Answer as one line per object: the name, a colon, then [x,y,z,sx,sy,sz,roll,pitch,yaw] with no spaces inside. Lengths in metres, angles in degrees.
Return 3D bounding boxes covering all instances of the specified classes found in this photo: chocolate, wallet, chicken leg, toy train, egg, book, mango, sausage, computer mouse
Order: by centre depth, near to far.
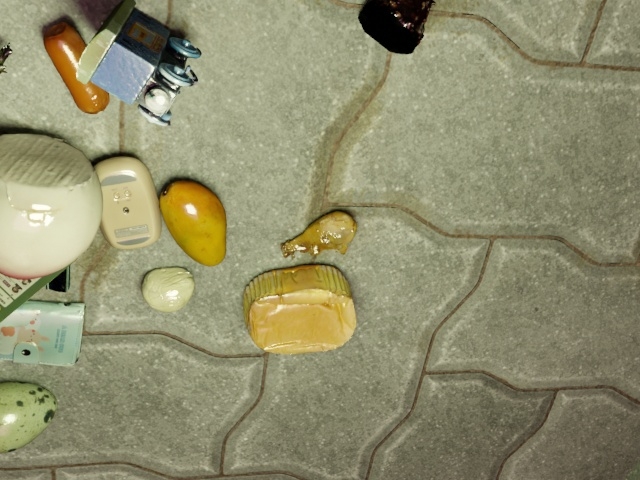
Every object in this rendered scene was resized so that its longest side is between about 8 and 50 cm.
toy train: [-0.344,-0.343,1.463,0.202,0.300,0.131,29,113,-20]
sausage: [-0.493,-0.346,1.553,0.076,0.076,0.198,-21,127,0]
chocolate: [0.180,-0.490,1.616,0.133,0.156,0.156,-52,124,-12]
computer mouse: [-0.443,-0.086,1.733,0.145,0.082,0.237,-12,126,-7]
book: [-0.714,0.041,1.744,0.264,0.027,0.202,-38,104,11]
toy train: [-0.606,0.002,1.774,0.055,0.048,0.252,12,116,3]
mango: [-0.284,-0.037,1.789,0.138,0.113,0.253,-23,129,-2]
wallet: [-0.716,0.222,1.879,0.250,0.075,0.176,7,116,-18]
chicken leg: [-0.002,-0.003,1.911,0.207,0.085,0.101,-24,140,13]
egg: [-0.791,0.447,1.947,0.228,0.177,0.177,-13,127,-25]

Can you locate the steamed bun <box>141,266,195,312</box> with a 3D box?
steamed bun: [-0.373,0.128,1.876,0.129,0.112,0.091,-9,123,-17]

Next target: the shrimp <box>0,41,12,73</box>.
shrimp: [-0.671,-0.282,1.572,0.262,0.051,0.198,-38,131,16]

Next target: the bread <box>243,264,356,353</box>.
bread: [-0.055,0.172,1.967,0.288,0.156,0.204,-10,117,-5]

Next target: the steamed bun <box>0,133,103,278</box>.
steamed bun: [-0.606,-0.047,1.576,0.309,0.309,0.309,-7,124,-10]
